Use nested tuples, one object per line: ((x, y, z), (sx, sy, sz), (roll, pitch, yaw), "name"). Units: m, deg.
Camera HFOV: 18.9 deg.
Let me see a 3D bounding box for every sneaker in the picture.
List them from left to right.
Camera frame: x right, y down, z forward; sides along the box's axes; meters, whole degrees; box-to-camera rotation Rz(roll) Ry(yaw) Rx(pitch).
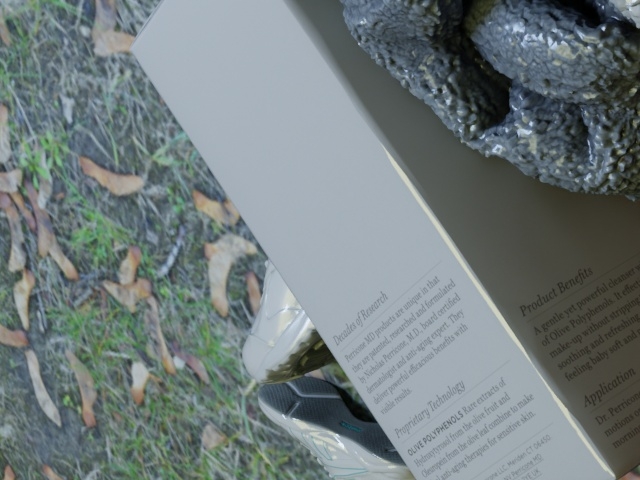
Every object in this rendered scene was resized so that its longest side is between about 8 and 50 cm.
((0.000, 0.000, 1.289), (0.115, 0.090, 0.232), (51, 130, 24), "sneaker")
((0.012, 0.147, 1.368), (0.152, 0.054, 0.061), (28, 131, 34), "sneaker")

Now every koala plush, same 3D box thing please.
((0.160, -0.140, 0.944), (0.203, 0.196, 0.221), (48, 147, 4), "koala plush")

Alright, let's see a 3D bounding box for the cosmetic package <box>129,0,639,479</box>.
((0.083, -0.031, 1.085), (0.365, 0.197, 0.155), (56, 143, 11), "cosmetic package")
